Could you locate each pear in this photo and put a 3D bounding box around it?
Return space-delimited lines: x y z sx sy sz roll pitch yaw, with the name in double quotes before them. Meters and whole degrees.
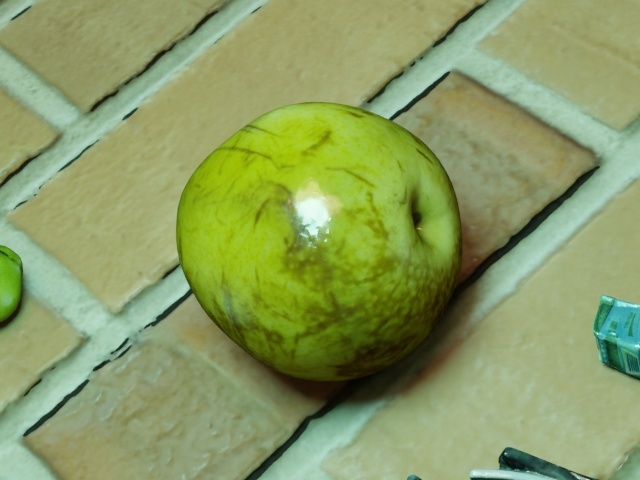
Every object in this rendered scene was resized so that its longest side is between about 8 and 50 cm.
"pear" -0.366 0.044 1.816 0.092 0.092 0.097 21 62 31
"pear" 0.000 0.000 1.625 0.280 0.281 0.281 -9 50 11

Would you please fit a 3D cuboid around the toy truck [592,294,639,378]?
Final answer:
"toy truck" 0.323 0.048 1.603 0.081 0.067 0.175 16 59 29

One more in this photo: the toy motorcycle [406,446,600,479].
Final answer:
"toy motorcycle" 0.189 0.269 1.419 0.326 0.188 0.143 12 66 8
